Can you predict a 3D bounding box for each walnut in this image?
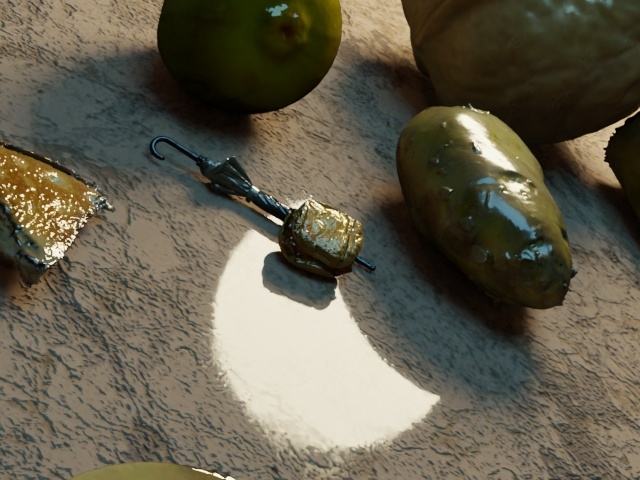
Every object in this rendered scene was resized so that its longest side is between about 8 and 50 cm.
[{"bbox_3d":[0.294,-0.306,1.745,0.381,0.381,0.381,21,31,-13],"label":"walnut"}]

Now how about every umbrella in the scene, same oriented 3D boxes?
[{"bbox_3d":[-0.054,-0.046,1.355,0.269,0.044,0.044,28,58,-3],"label":"umbrella"}]

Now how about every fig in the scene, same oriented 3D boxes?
[{"bbox_3d":[-0.094,-0.241,1.475,0.207,0.207,0.230,-5,1,-43],"label":"fig"}]

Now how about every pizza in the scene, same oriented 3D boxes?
[{"bbox_3d":[-0.260,-0.019,1.132,0.185,0.052,0.195,19,26,-29],"label":"pizza"}]

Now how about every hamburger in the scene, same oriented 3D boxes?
[{"bbox_3d":[0.000,0.000,1.313,0.083,0.044,0.076,29,49,-10],"label":"hamburger"}]

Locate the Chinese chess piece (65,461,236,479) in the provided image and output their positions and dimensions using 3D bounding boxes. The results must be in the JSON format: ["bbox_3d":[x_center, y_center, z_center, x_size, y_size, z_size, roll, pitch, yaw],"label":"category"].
[{"bbox_3d":[-0.094,0.254,0.811,0.251,0.097,0.251,20,30,-12],"label":"Chinese chess piece"}]

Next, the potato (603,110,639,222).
[{"bbox_3d":[0.520,-0.052,1.698,0.229,0.229,0.266,11,49,-27],"label":"potato"}]

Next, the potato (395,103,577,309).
[{"bbox_3d":[0.182,-0.036,1.433,0.191,0.141,0.296,26,25,-38],"label":"potato"}]
